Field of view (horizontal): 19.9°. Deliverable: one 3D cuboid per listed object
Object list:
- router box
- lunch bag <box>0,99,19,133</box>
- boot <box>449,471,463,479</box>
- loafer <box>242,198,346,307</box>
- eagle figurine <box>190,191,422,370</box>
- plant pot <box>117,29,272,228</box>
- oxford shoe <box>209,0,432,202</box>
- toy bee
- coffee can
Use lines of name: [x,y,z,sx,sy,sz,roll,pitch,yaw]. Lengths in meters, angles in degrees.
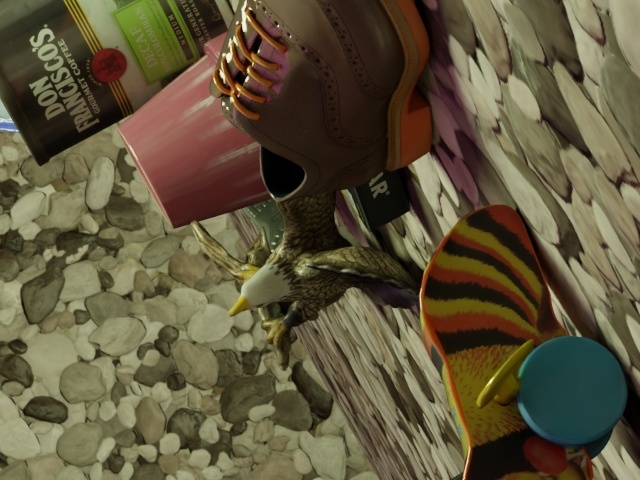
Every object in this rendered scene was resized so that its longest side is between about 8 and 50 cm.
router box: [0.012,-0.112,1.564,0.133,0.046,0.179,55,171,44]
lunch bag: [-0.397,-0.361,2.359,0.328,0.239,0.385,-40,-57,-55]
boot: [0.236,0.491,2.110,0.445,0.146,0.367,56,175,7]
loafer: [-0.018,0.005,2.230,0.087,0.094,0.251,51,-174,-39]
eagle figurine: [-0.005,0.007,1.816,0.226,0.225,0.298,23,143,-10]
plant pot: [-0.114,-0.110,1.990,0.201,0.180,0.201,59,173,11]
oxford shoe: [-0.009,-0.127,1.236,0.130,0.133,0.363,56,172,29]
toy bee: [0.127,0.129,1.172,0.298,0.162,0.195,57,171,38]
coffee can: [-0.253,-0.239,2.103,0.201,0.275,0.201,60,174,10]
